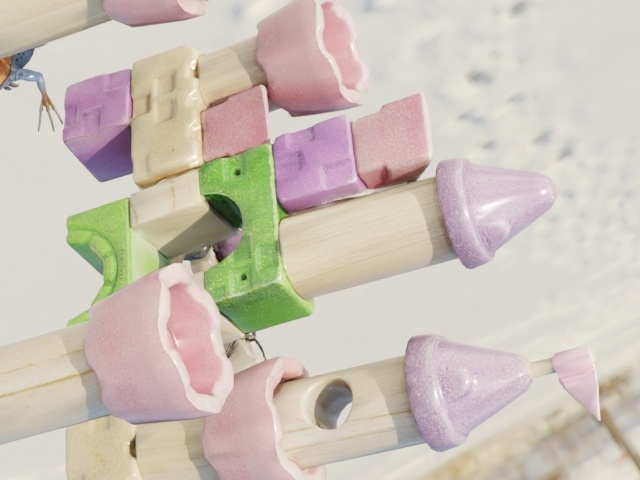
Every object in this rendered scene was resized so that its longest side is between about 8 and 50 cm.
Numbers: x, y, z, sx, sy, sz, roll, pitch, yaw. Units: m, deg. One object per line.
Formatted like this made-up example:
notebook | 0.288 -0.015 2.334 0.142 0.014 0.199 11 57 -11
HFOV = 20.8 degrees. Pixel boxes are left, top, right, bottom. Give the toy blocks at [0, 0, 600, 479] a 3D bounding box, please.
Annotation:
toy blocks | 0.000 0.000 0.877 0.260 0.289 0.309 -17 146 17

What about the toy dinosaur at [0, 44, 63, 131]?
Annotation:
toy dinosaur | -0.172 -0.100 0.943 0.047 0.090 0.082 5 -140 44
